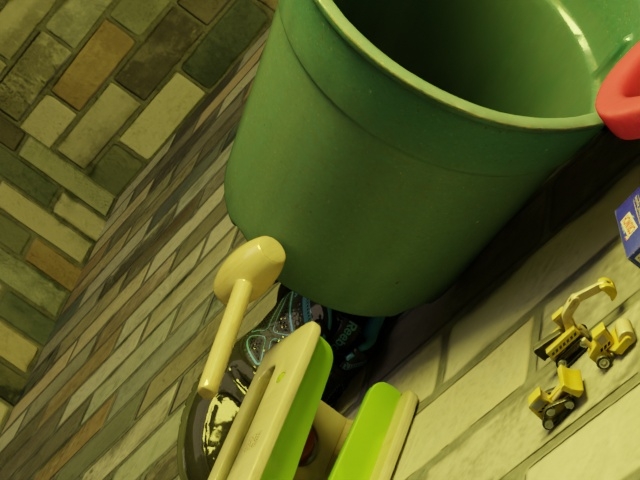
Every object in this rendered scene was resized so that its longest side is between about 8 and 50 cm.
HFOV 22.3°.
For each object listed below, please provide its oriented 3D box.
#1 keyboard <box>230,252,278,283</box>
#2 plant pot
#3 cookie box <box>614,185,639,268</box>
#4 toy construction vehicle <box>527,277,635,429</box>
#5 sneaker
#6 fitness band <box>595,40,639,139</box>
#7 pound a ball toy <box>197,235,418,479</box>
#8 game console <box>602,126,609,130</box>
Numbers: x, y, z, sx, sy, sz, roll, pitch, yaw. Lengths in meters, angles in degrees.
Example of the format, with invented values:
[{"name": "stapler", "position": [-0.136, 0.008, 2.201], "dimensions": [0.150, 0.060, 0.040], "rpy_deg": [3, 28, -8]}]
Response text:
[{"name": "keyboard", "position": [0.000, 0.000, 1.678], "dimensions": [0.192, 0.038, 0.100], "rpy_deg": [-24, 37, 10]}, {"name": "plant pot", "position": [0.080, -0.123, 1.460], "dimensions": [0.334, 0.341, 0.341], "rpy_deg": [118, 176, -46]}, {"name": "cookie box", "position": [0.270, -0.030, 1.194], "dimensions": [0.107, 0.040, 0.092], "rpy_deg": [-47, 13, 21]}, {"name": "toy construction vehicle", "position": [0.188, 0.081, 1.209], "dimensions": [0.098, 0.035, 0.086], "rpy_deg": [-47, 15, 24]}, {"name": "sneaker", "position": [-0.028, 0.124, 1.630], "dimensions": [0.340, 0.125, 0.140], "rpy_deg": [-61, 17, -23]}, {"name": "fitness band", "position": [0.327, -0.156, 1.184], "dimensions": [0.291, 0.054, 0.209], "rpy_deg": [-26, 21, 43]}, {"name": "pound a ball toy", "position": [-0.056, 0.181, 1.408], "dimensions": [0.136, 0.208, 0.319], "rpy_deg": [-39, 20, 45]}, {"name": "game console", "position": [0.302, -0.155, 1.459], "dimensions": [0.107, 0.071, 0.122], "rpy_deg": [-26, 7, -18]}]
